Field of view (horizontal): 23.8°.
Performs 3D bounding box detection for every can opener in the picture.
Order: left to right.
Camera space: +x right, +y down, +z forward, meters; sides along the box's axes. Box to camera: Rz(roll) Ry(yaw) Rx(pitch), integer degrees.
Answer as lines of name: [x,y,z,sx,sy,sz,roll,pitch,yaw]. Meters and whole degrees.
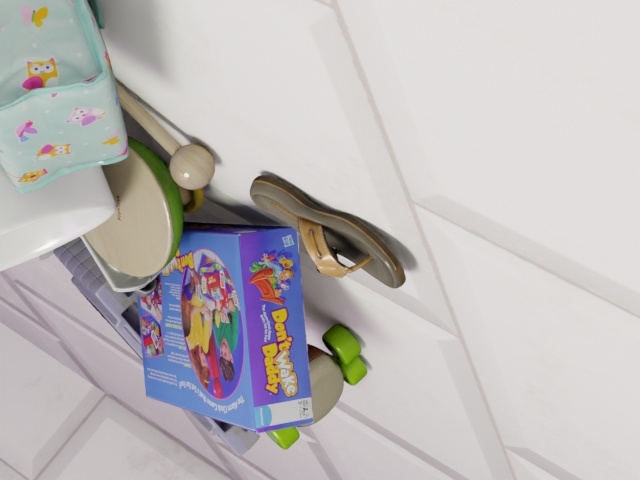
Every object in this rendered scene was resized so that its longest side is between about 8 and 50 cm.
can opener: [-0.299,-0.049,1.956,0.283,0.076,0.095,56,159,13]

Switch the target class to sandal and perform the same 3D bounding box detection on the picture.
sandal: [0.000,0.000,1.638,0.219,0.060,0.090,31,161,25]

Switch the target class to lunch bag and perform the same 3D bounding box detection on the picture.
lunch bag: [-0.296,-0.214,1.529,0.223,0.160,0.262,92,159,-70]

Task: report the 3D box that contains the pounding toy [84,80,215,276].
pounding toy: [-0.200,-0.076,1.835,0.183,0.110,0.237,46,136,16]

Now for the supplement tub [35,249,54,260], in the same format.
supplement tub: [-0.453,-0.078,2.228,0.199,0.144,0.144,37,163,7]

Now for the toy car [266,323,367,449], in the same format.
toy car: [-0.059,0.150,2.012,0.188,0.155,0.149,42,165,24]

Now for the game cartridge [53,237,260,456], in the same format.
game cartridge: [-0.245,0.154,2.233,0.355,0.068,0.230,53,166,-28]

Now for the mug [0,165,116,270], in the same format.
mug: [-0.465,-0.117,1.753,0.328,0.374,0.276,67,-168,4]

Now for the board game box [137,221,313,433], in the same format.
board game box: [-0.131,0.098,1.900,0.347,0.078,0.233,4,100,62]
